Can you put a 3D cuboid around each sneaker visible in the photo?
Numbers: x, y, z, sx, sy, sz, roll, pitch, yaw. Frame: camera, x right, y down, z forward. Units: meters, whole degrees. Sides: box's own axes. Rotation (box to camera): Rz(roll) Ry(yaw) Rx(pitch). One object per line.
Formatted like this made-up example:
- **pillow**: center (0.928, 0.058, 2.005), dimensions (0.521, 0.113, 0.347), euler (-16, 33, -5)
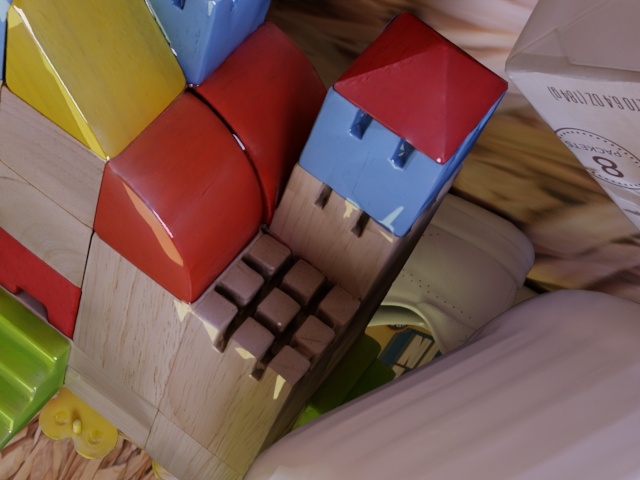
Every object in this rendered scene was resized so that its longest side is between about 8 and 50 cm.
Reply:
- **sneaker**: center (0.000, 0.000, 0.755), dimensions (0.212, 0.094, 0.080), euler (24, 166, 17)

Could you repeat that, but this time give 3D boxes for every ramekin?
- **ramekin**: center (0.077, 0.168, 0.509), dimensions (0.277, 0.135, 0.277), euler (43, 143, 45)

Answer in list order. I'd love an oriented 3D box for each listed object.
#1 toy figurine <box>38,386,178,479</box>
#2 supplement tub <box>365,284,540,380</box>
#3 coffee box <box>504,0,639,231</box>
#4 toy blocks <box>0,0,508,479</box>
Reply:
- **toy figurine**: center (-0.018, 0.082, 1.090), dimensions (0.362, 0.191, 0.217), euler (17, -166, 12)
- **supplement tub**: center (0.061, 0.122, 0.849), dimensions (0.144, 0.200, 0.144), euler (25, 165, 7)
- **coffee box**: center (0.181, -0.009, 0.389), dimensions (0.141, 0.098, 0.246), euler (15, 161, 47)
- **toy blocks**: center (-0.099, -0.056, 0.579), dimensions (0.381, 0.191, 0.261), euler (37, 147, 8)
